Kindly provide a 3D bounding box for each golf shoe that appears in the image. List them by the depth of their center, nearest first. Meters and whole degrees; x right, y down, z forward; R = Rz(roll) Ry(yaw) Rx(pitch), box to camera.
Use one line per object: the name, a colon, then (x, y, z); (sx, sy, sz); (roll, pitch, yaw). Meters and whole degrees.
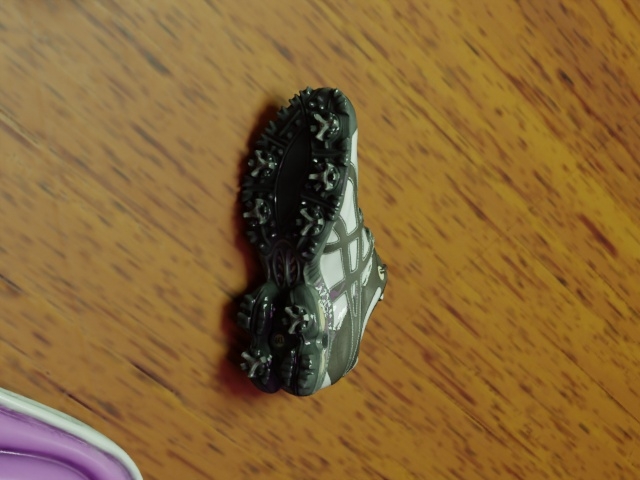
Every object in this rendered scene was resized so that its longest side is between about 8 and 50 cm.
golf shoe: (0.000, 0.000, 0.961); (0.094, 0.077, 0.198); (-1, 103, -53)

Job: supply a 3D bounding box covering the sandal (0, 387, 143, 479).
sandal: (-0.243, 0.119, 0.749); (0.416, 0.102, 0.169); (14, 87, -43)
